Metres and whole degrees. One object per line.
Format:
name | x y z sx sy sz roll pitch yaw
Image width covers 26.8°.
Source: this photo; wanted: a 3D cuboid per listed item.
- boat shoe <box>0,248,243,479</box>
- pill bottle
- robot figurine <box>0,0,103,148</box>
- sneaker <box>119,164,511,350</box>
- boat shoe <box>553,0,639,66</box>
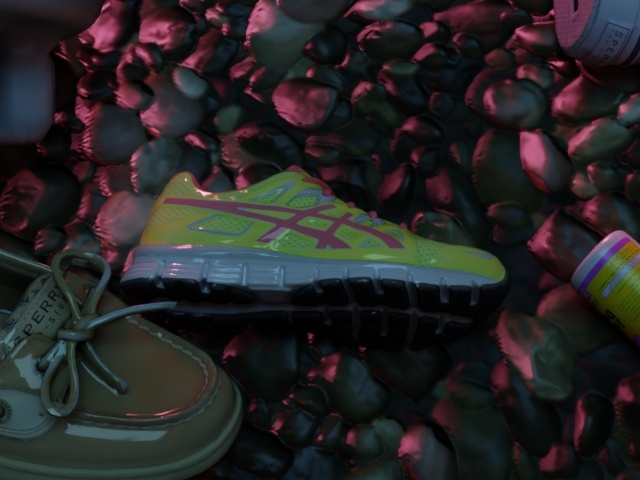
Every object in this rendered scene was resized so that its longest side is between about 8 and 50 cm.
boat shoe | -0.176 0.046 0.678 0.285 0.089 0.104 14 39 6
pill bottle | 0.181 0.036 0.736 0.043 0.043 0.083 -40 70 -20
robot figurine | -0.219 -0.227 0.728 0.199 0.300 0.354 -1 92 19
sneaker | 0.000 0.000 0.729 0.208 0.081 0.094 6 60 2
boat shoe | 0.203 -0.241 0.863 0.094 0.109 0.302 10 70 -14
